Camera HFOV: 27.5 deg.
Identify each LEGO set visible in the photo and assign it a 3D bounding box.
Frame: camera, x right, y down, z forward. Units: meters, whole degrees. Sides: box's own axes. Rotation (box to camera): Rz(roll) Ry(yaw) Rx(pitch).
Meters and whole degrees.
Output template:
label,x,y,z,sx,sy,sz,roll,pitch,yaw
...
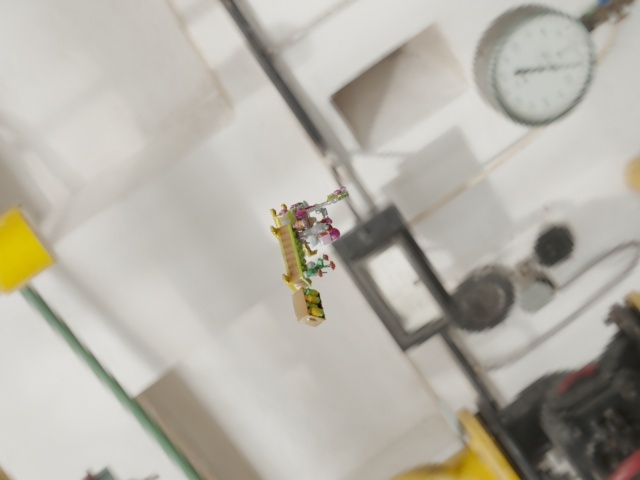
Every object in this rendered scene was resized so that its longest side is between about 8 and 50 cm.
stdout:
label,x,y,z,sx,sy,sz,roll,pitch,yaw
LEGO set,0.000,0.000,1.912,0.287,0.107,0.132,-89,-25,-63
